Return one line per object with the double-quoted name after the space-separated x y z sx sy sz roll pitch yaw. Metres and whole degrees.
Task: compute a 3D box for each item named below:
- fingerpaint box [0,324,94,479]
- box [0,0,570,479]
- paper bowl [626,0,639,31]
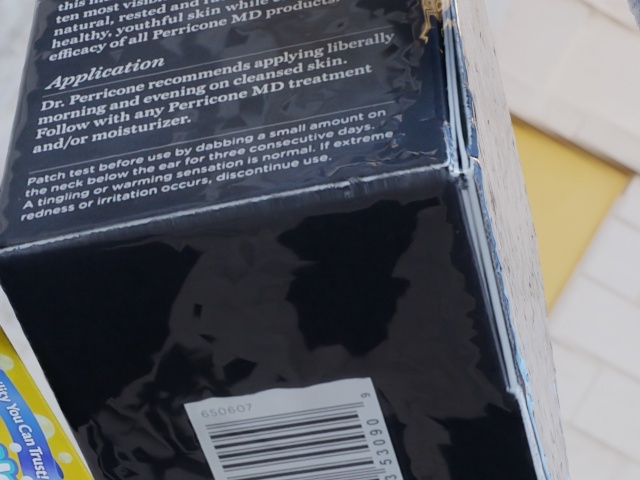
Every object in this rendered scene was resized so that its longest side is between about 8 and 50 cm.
-0.359 0.131 1.106 0.445 0.371 0.163 53 -42 36 "fingerpaint box"
0.000 0.000 1.382 0.297 0.472 0.480 -9 -50 10 "box"
0.376 -0.204 1.458 0.148 0.284 0.284 68 -23 -1 "paper bowl"
